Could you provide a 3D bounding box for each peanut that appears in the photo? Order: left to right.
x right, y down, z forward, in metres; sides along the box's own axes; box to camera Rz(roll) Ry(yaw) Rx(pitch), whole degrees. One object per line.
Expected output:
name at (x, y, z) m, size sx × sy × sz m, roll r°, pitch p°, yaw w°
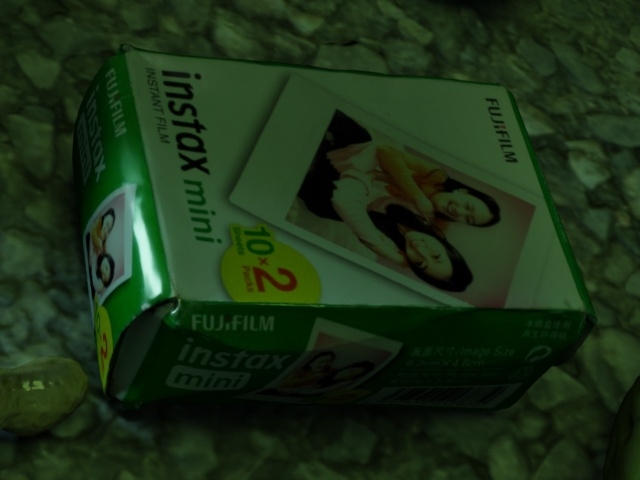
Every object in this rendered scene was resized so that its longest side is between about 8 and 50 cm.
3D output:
peanut at (-0.146, 0.074, 0.861) m, size 0.083 × 0.037 × 0.037 m, roll -13°, pitch 60°, yaw -30°

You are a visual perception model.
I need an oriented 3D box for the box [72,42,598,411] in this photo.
box at (0.000, 0.000, 0.951) m, size 0.250 × 0.103 × 0.180 m, roll 3°, pitch 51°, yaw -26°

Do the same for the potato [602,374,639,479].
potato at (0.252, 0.089, 0.990) m, size 0.271 × 0.160 × 0.111 m, roll -5°, pitch 32°, yaw -30°
